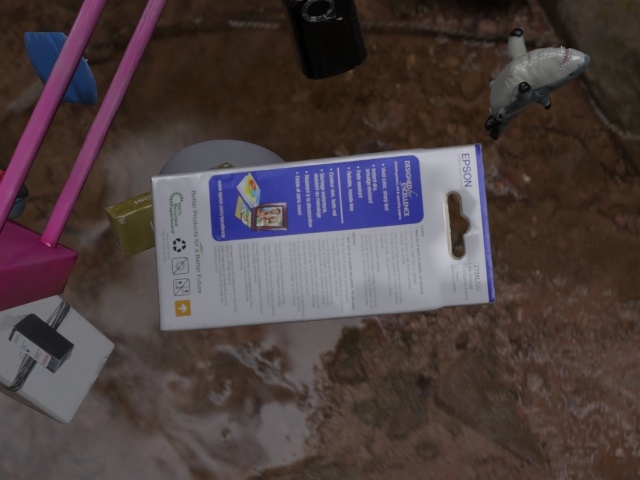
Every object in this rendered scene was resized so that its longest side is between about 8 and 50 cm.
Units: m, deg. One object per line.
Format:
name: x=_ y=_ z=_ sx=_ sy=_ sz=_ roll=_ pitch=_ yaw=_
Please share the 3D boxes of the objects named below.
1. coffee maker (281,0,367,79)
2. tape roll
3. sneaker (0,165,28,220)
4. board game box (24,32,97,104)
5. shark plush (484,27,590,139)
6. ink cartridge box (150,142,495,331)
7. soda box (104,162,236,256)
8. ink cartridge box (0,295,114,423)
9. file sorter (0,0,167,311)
coffee maker: x=-0.004 y=-0.311 z=1.504 sx=0.120 sy=0.178 sz=0.171 roll=0 pitch=58 yaw=13
tape roll: x=-0.140 y=-0.049 z=1.615 sx=0.219 sy=0.219 sz=0.072 roll=-11 pitch=48 yaw=10
sneaker: x=-0.396 y=0.006 z=0.987 sx=0.261 sy=0.125 sz=0.104 roll=-20 pitch=41 yaw=-24
board game box: x=-0.418 y=-0.292 z=1.772 sx=0.168 sy=0.133 sz=0.033 roll=11 pitch=43 yaw=43
shark plush: x=0.207 y=-0.138 z=1.077 sx=0.067 sy=0.161 sz=0.073 roll=4 pitch=53 yaw=-13
ink cartridge box: x=0.000 y=0.000 z=1.180 sx=0.370 sy=0.069 sz=0.176 roll=-5 pitch=84 yaw=11
soda box: x=-0.188 y=-0.043 z=1.419 sx=0.181 sy=0.058 sz=0.061 roll=-23 pitch=22 yaw=-17
ink cartridge box: x=-0.382 y=0.075 z=1.169 sx=0.197 sy=0.273 sz=0.114 roll=19 pitch=68 yaw=30
file sorter: x=-0.169 y=-0.095 z=0.286 sx=0.202 sy=0.290 sz=0.182 roll=25 pitch=94 yaw=3
